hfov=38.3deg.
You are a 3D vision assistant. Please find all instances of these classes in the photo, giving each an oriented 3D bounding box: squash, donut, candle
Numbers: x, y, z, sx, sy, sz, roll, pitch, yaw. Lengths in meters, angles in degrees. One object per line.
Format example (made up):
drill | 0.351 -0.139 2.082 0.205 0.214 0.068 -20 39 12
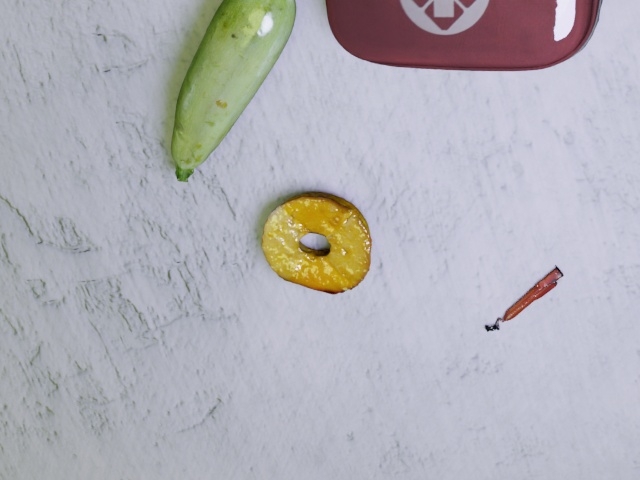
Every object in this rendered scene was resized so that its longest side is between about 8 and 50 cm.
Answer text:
squash | -0.156 -0.252 1.447 0.118 0.118 0.370 32 119 -5
donut | 0.000 -0.002 1.548 0.190 0.074 0.174 -1 114 15
candle | 0.345 0.106 1.561 0.026 0.021 0.167 42 113 -8

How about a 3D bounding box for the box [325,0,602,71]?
box | 0.191 -0.369 1.295 0.404 0.108 0.263 6 117 22
